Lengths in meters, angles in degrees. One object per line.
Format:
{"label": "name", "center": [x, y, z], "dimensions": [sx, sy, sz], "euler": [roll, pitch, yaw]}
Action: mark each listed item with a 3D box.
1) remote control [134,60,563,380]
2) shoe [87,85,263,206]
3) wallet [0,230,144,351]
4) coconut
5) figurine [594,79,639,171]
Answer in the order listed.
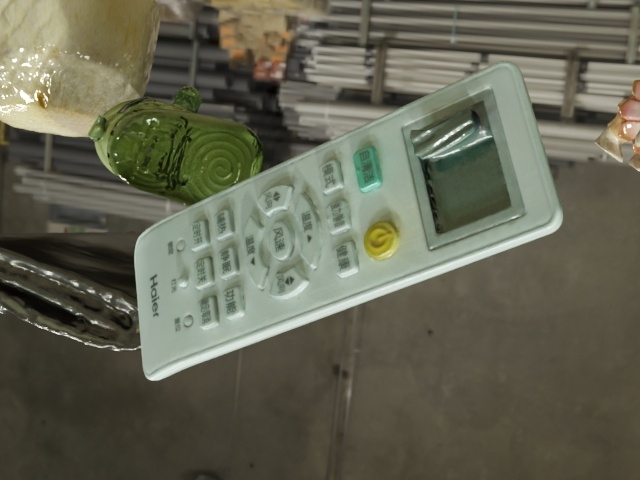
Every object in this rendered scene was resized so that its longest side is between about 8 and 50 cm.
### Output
{"label": "remote control", "center": [0.000, 0.000, 0.535], "dimensions": [0.293, 0.103, 0.051], "euler": [-23, 153, 29]}
{"label": "shoe", "center": [-0.183, -0.124, 1.189], "dimensions": [0.128, 0.140, 0.262], "euler": [41, -161, 33]}
{"label": "wallet", "center": [-0.196, 0.043, 0.964], "dimensions": [0.228, 0.062, 0.406], "euler": [18, -176, 14]}
{"label": "coconut", "center": [-0.391, -0.326, 1.362], "dimensions": [0.328, 0.329, 0.329], "euler": [6, -173, -1]}
{"label": "figurine", "center": [0.309, -0.094, 0.738], "dimensions": [0.111, 0.102, 0.195], "euler": [21, -167, -17]}
